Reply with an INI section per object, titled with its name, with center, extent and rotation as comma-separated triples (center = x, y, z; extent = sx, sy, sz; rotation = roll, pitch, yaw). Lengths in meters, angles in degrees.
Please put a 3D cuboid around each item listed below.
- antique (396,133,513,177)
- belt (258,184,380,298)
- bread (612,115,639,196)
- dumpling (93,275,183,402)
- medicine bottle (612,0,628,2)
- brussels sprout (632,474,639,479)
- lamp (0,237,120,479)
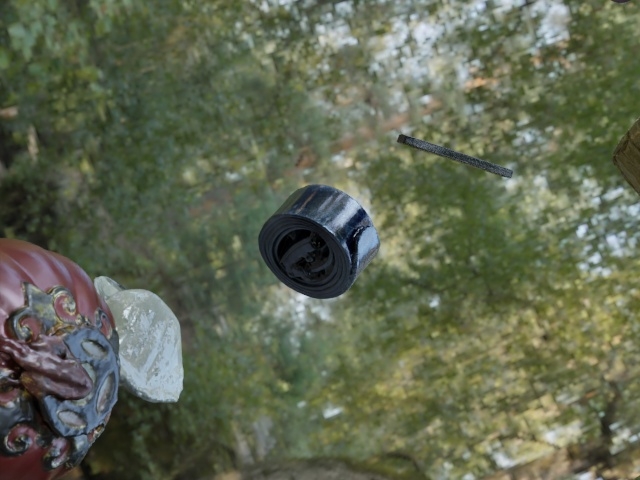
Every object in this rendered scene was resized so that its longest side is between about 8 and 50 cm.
[antique]
center = 0.209, -0.129, 1.709
extent = 0.031, 0.192, 0.015
rotation = -160, -93, -71
[belt]
center = 0.000, 0.000, 1.467
extent = 0.141, 0.082, 0.190
rotation = 43, -31, -5
[bread]
center = 0.440, -0.130, 1.221
extent = 0.236, 0.140, 0.106
rotation = -54, -131, 38
[dumpling]
center = -0.246, 0.132, 1.420
extent = 0.150, 0.092, 0.177
rotation = -35, 122, -63
[medicine bottle]
center = 0.450, -0.387, 1.455
extent = 0.094, 0.188, 0.119
rotation = 23, -42, 54
[brussels sprout]
center = 0.336, 0.313, 0.872
extent = 0.268, 0.344, 0.344
rotation = 25, -42, 31
[lamp]
center = -0.268, 0.112, 0.945
extent = 0.227, 0.226, 0.227
rotation = 54, -24, 39
